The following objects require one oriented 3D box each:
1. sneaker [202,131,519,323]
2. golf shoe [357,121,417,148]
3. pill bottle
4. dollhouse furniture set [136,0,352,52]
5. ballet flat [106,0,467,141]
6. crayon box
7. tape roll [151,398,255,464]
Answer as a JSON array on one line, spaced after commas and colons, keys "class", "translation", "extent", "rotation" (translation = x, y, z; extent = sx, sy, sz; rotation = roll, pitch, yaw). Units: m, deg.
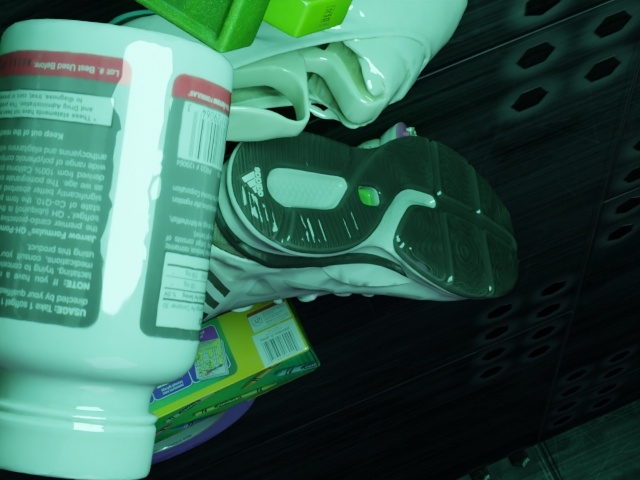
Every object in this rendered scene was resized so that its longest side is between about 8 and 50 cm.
[{"class": "sneaker", "translation": [0.000, -0.001, 1.509], "extent": [0.447, 0.169, 0.257], "rotation": [12, 155, -43]}, {"class": "golf shoe", "translation": [0.082, -0.034, 1.701], "extent": [0.140, 0.115, 0.306], "rotation": [-19, 149, 7]}, {"class": "pill bottle", "translation": [-0.169, 0.010, 1.033], "extent": [0.176, 0.318, 0.176], "rotation": [8, 177, 0]}, {"class": "dollhouse furniture set", "translation": [-0.028, -0.316, 1.060], "extent": [0.197, 0.151, 0.301], "rotation": [-27, 148, -54]}, {"class": "ballet flat", "translation": [-0.016, -0.156, 1.312], "extent": [0.400, 0.139, 0.139], "rotation": [-11, 152, -29]}, {"class": "crayon box", "translation": [-0.162, 0.131, 1.711], "extent": [0.278, 0.165, 0.081], "rotation": [-24, 156, -1]}, {"class": "tape roll", "translation": [-0.229, 0.217, 1.915], "extent": [0.275, 0.090, 0.275], "rotation": [-20, 155, -10]}]
